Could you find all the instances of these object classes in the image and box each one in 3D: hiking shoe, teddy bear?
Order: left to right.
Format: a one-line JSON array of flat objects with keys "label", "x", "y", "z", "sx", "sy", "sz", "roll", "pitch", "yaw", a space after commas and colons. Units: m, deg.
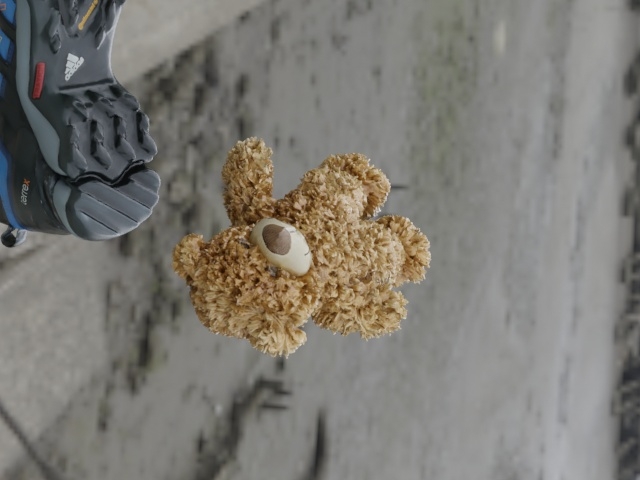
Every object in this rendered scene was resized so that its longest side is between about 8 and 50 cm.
[{"label": "hiking shoe", "x": -0.198, "y": -0.147, "z": 1.102, "sx": 0.113, "sy": 0.132, "sz": 0.304, "roll": -6, "pitch": 92, "yaw": -53}, {"label": "teddy bear", "x": 0.000, "y": 0.000, "z": 1.699, "sx": 0.338, "sy": 0.113, "sz": 0.245, "roll": 0, "pitch": 67, "yaw": -48}]
